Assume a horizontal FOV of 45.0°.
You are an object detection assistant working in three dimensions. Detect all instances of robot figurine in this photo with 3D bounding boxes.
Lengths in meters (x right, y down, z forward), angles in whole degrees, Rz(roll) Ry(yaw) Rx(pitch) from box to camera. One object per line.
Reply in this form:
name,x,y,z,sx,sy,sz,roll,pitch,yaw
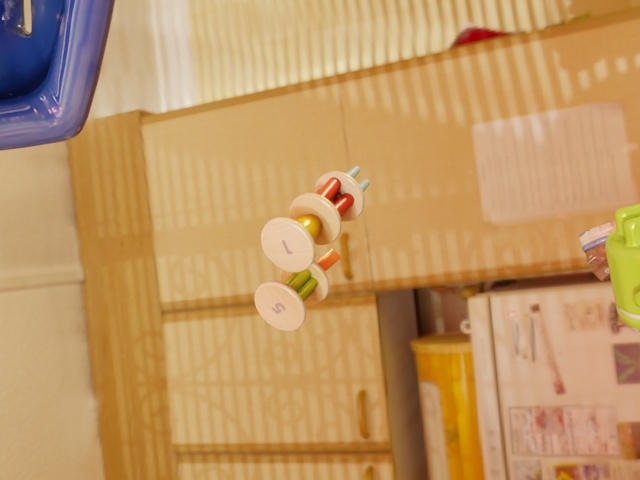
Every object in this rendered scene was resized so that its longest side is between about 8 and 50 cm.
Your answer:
robot figurine,0.272,0.028,0.631,0.101,0.067,0.115,-83,-23,-67

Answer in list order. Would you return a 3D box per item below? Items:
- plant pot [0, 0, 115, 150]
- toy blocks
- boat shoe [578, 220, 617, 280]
plant pot,-0.220,-0.181,0.290,0.236,0.236,0.212,-11,-130,-39
toy blocks,0.000,0.000,0.735,0.148,0.054,0.123,-45,-29,-49
boat shoe,0.384,-0.004,0.851,0.066,0.183,0.066,4,-112,-56
